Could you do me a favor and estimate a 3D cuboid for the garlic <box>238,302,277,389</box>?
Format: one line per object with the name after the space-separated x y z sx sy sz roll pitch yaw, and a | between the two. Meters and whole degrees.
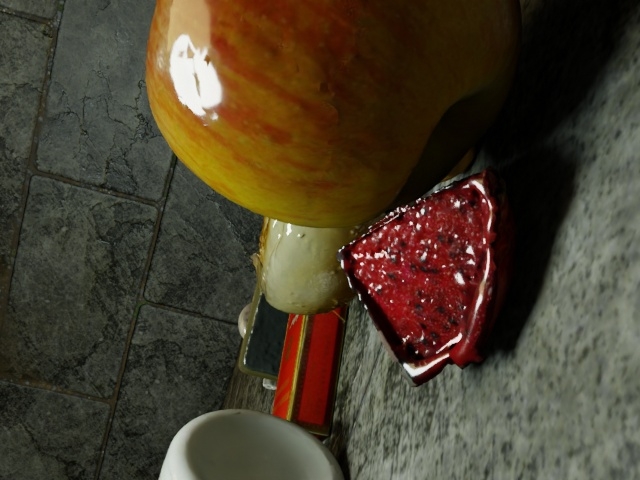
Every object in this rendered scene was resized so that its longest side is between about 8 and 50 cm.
-0.098 0.193 1.305 0.127 0.131 0.194 64 -147 -56 | garlic

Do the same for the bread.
0.000 0.004 0.863 0.314 0.171 0.192 -170 91 -83 | bread

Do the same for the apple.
0.020 -0.149 0.502 0.301 0.301 0.302 -165 90 -82 | apple

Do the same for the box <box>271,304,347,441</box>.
-0.018 0.188 1.012 0.153 0.074 0.240 112 169 -60 | box

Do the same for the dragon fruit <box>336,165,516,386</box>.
0.106 0.016 0.502 0.161 0.120 0.127 -36 -4 42 | dragon fruit

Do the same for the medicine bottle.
-0.118 0.408 0.790 0.211 0.211 0.371 -99 25 -70 | medicine bottle

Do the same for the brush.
-0.067 0.152 1.200 0.059 0.123 0.197 139 144 -69 | brush

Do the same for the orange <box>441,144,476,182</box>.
0.117 -0.095 0.642 0.086 0.062 0.086 -50 30 43 | orange
